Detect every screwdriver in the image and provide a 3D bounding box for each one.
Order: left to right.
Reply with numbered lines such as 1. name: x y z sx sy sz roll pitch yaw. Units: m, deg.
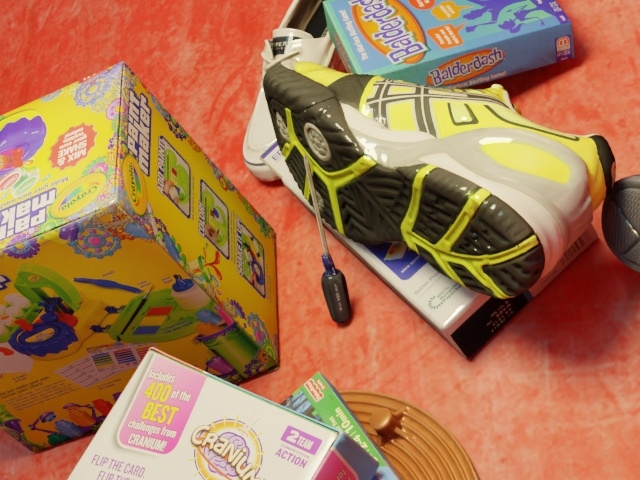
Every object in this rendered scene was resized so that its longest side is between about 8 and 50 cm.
1. screwdriver: 0.000 0.000 1.324 0.025 0.170 0.024 -8 24 23

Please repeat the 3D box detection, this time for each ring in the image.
1. ring: -0.018 0.270 1.210 0.337 0.032 0.336 -19 47 22

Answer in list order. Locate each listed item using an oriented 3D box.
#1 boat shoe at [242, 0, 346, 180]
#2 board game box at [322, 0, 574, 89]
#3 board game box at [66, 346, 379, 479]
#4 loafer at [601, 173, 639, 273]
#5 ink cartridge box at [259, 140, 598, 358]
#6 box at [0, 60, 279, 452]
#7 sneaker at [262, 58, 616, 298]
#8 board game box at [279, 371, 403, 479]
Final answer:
1. boat shoe: -0.021 -0.190 1.536 0.096 0.088 0.267 11 63 39
2. board game box: 0.122 -0.208 1.427 0.210 0.047 0.160 -17 40 -4
3. board game box: -0.129 0.264 1.167 0.242 0.064 0.316 19 71 42
4. loafer: 0.355 0.018 1.112 0.095 0.109 0.302 -12 30 -36
5. ink cartridge box: 0.092 -0.043 1.362 0.165 0.065 0.332 -43 45 -2
6. box: -0.232 0.028 1.370 0.290 0.279 0.177 -20 48 19
7. sneaker: 0.092 -0.073 1.267 0.147 0.145 0.385 -33 42 -23
8. board game box: -0.039 0.231 1.205 0.211 0.039 0.160 -41 44 1
